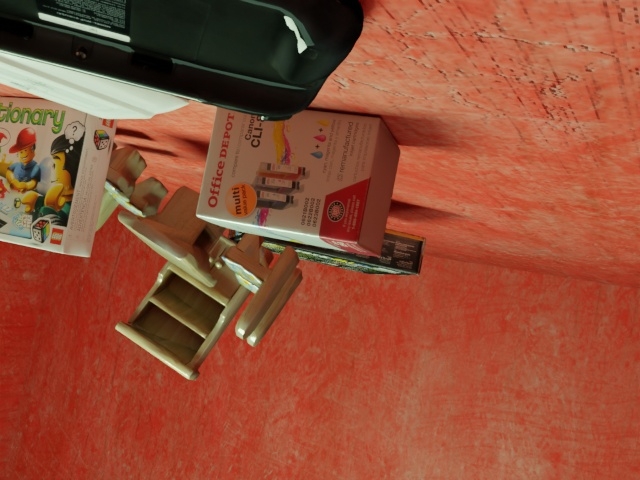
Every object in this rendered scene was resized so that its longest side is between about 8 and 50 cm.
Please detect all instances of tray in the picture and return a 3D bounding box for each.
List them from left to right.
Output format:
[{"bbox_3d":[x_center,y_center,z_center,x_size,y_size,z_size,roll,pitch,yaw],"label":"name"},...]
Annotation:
[{"bbox_3d":[-0.278,-0.166,0.666,0.145,0.030,0.270,9,177,40],"label":"tray"}]

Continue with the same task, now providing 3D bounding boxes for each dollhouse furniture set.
[{"bbox_3d":[-0.245,0.069,1.122,0.362,0.256,0.394,32,169,9],"label":"dollhouse furniture set"}]

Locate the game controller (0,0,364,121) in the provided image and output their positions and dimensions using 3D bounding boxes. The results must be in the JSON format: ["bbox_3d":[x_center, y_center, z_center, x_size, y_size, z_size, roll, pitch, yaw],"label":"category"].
[{"bbox_3d":[-0.138,-0.147,0.402,0.320,0.067,0.166,11,162,-16],"label":"game controller"}]

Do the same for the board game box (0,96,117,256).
[{"bbox_3d":[-0.419,-0.095,0.917,0.306,0.192,0.053,9,177,27],"label":"board game box"}]

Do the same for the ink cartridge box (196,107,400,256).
[{"bbox_3d":[-0.020,-0.063,0.717,0.176,0.128,0.127,9,176,17],"label":"ink cartridge box"}]

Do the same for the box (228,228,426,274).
[{"bbox_3d":[0.000,0.000,1.289,0.322,0.079,0.257,13,173,-14],"label":"box"}]
